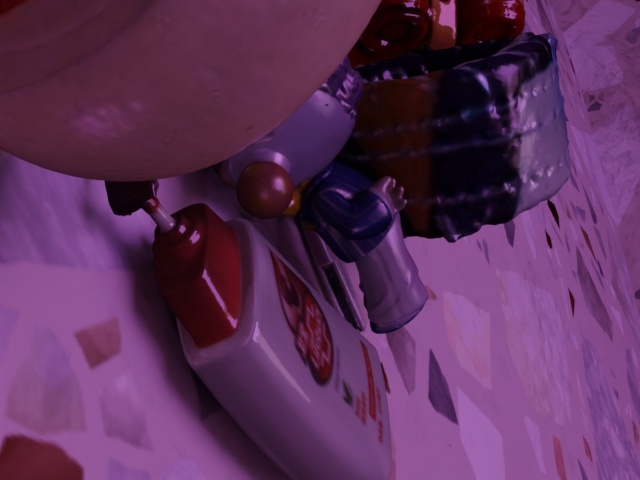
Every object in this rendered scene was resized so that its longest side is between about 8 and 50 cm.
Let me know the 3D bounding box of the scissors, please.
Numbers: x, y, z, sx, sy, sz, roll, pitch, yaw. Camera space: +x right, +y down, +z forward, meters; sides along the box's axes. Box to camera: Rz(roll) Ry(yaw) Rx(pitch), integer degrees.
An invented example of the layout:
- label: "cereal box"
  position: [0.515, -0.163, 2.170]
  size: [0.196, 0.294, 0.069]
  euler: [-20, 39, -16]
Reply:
- label: "scissors"
  position: [0.000, 0.000, 0.775]
  size: [0.085, 0.022, 0.176]
  euler: [-25, 94, -58]

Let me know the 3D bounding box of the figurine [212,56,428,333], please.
- label: "figurine"
  position: [-0.004, -0.054, 0.658]
  size: [0.274, 0.133, 0.194]
  euler: [59, 13, 0]

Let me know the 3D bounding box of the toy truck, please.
- label: "toy truck"
  position: [0.098, -0.257, 1.023]
  size: [0.264, 0.239, 0.189]
  euler: [0, 66, -22]

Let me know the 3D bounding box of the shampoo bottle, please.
- label: "shampoo bottle"
  position: [-0.044, 0.047, 0.584]
  size: [0.284, 0.071, 0.153]
  euler: [54, 21, -34]

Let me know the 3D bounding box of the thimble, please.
- label: "thimble"
  position: [0.116, -0.101, 0.812]
  size: [0.237, 0.237, 0.150]
  euler: [-49, 130, -63]

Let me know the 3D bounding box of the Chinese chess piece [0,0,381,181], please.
- label: "Chinese chess piece"
  position: [-0.085, -0.160, 0.416]
  size: [0.102, 0.273, 0.273]
  euler: [28, 47, -52]
